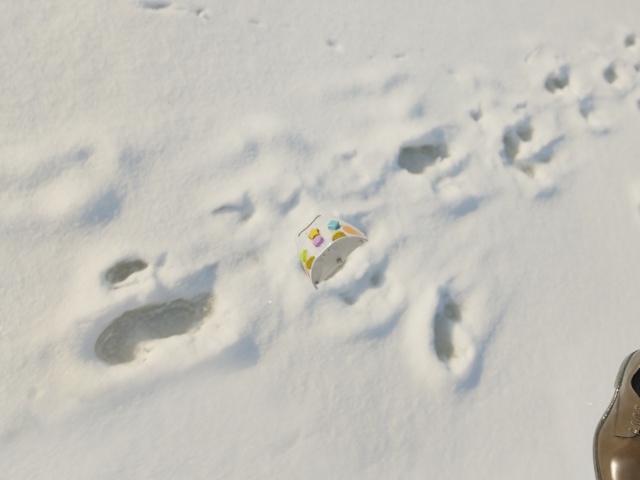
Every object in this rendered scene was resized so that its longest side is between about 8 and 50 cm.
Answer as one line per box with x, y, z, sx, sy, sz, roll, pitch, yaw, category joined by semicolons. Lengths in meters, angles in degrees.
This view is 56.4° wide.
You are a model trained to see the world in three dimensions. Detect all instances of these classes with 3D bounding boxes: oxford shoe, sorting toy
0.403;0.237;0.757;0.082;0.096;0.227;14;71;15;oxford shoe
0.000;0.000;0.693;0.045;0.083;0.075;40;9;-40;sorting toy
